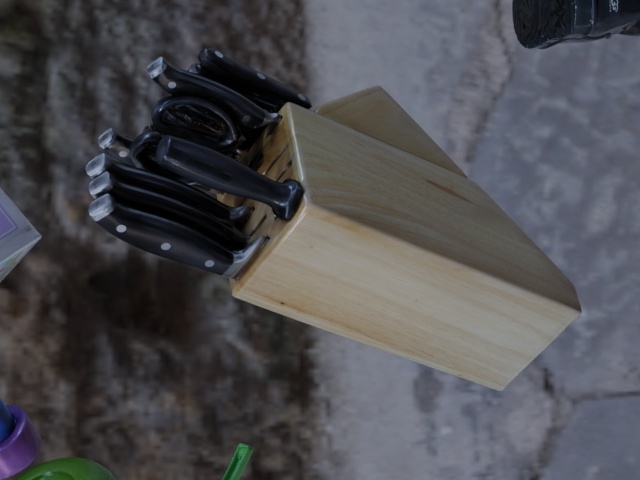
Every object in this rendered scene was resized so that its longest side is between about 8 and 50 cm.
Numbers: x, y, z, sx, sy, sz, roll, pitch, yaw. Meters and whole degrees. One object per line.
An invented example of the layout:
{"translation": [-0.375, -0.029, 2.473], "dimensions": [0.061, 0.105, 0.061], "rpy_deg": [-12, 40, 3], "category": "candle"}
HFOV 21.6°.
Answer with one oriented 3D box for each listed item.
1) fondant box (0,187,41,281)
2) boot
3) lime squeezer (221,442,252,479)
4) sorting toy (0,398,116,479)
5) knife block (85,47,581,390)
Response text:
{"translation": [-0.464, 0.082, 1.763], "dimensions": [0.096, 0.238, 0.330], "rpy_deg": [52, 139, 0], "category": "fondant box"}
{"translation": [0.170, -0.130, 0.938], "dimensions": [0.121, 0.099, 0.045], "rpy_deg": [-153, 61, -76], "category": "boot"}
{"translation": [-0.168, 0.309, 1.576], "dimensions": [0.059, 0.310, 0.110], "rpy_deg": [-13, 103, 51], "category": "lime squeezer"}
{"translation": [-0.242, 0.215, 1.431], "dimensions": [0.127, 0.126, 0.365], "rpy_deg": [-34, 37, -12], "category": "sorting toy"}
{"translation": [0.000, 0.000, 1.020], "dimensions": [0.275, 0.242, 0.088], "rpy_deg": [47, 124, 10], "category": "knife block"}
